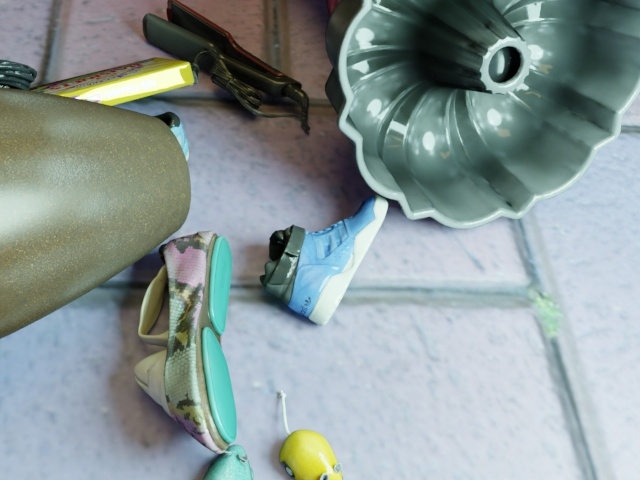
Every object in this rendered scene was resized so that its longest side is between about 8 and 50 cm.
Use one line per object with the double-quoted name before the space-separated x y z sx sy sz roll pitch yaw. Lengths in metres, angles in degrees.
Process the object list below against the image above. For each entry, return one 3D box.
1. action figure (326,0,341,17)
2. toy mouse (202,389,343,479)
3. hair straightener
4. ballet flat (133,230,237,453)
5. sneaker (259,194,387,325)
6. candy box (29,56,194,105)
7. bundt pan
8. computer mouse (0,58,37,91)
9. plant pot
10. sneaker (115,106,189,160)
"action figure" 0.025 -0.331 0.977 0.276 0.248 0.370 -19 78 15
"toy mouse" -0.039 0.199 0.637 0.143 0.031 0.161 -26 61 -28
"hair straightener" -0.108 -0.179 0.929 0.230 0.047 0.089 37 54 13
"ballet flat" -0.111 0.082 0.700 0.079 0.077 0.221 -13 46 5
"sneaker" 0.000 0.000 0.788 0.084 0.058 0.152 29 58 2
"candy box" -0.239 -0.145 0.847 0.206 0.027 0.105 -21 25 -25
"bundt pan" 0.145 -0.183 0.820 0.331 0.331 0.124 -11 30 -19
"computer mouse" -0.388 -0.123 0.719 0.262 0.184 0.060 0 86 30
"plant pot" -0.231 -0.033 0.697 0.230 0.215 0.215 -16 55 -40
"sneaker" -0.208 -0.101 0.819 0.162 0.073 0.063 -7 54 -17
